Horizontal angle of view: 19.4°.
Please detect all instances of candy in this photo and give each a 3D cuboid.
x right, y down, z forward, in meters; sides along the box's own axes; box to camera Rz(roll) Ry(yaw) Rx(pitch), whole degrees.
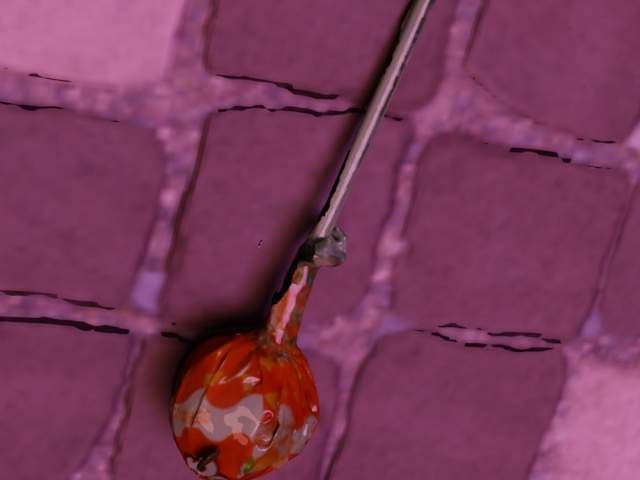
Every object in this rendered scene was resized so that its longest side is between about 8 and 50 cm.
[{"bbox_3d":[0.000,0.000,0.620,0.055,0.049,0.185,4,115,-54],"label":"candy"}]
